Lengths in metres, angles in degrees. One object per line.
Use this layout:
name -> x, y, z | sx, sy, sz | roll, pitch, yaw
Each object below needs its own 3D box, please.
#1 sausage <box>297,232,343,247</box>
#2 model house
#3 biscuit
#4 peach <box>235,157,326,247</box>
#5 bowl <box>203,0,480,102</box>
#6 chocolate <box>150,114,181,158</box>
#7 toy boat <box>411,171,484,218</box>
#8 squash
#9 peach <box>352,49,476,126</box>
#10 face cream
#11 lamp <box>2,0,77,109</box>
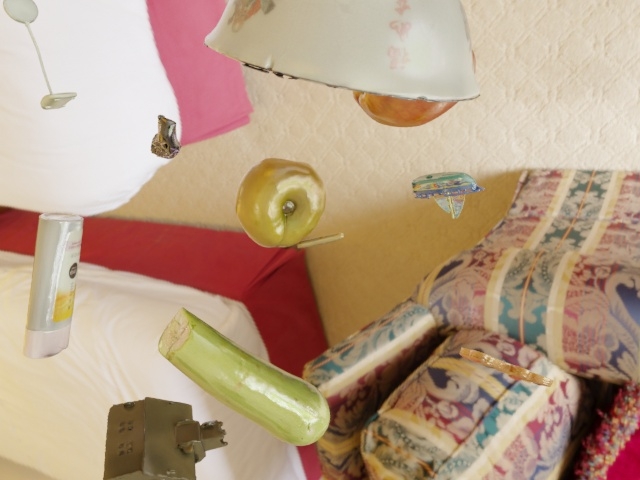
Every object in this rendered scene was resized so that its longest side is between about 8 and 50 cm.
sausage -> 0.000, 0.000, 1.660 | 0.132, 0.024, 0.024 | -11, 118, 8
model house -> -0.324, 0.473, 1.320 | 0.243, 0.211, 0.204 | -13, 126, -6
biscuit -> 0.508, 0.351, 1.620 | 0.250, 0.036, 0.165 | 20, 174, 0
peach -> -0.105, -0.098, 1.585 | 0.153, 0.251, 0.251 | -130, 26, -55
bowl -> 0.042, -0.285, 0.708 | 0.345, 0.345, 0.157 | 21, 116, 20
chocolate -> -0.306, -0.196, 1.172 | 0.072, 0.070, 0.147 | 54, 172, -5
toy boat -> 0.302, -0.103, 1.384 | 0.175, 0.091, 0.110 | -1, 110, 42
squash -> -0.090, 0.179, 0.751 | 0.250, 0.083, 0.083 | 36, 137, -17
peach -> 0.210, -0.376, 1.359 | 0.281, 0.281, 0.238 | -57, 41, 44
face cream -> -0.507, 0.084, 1.133 | 0.073, 0.107, 0.269 | 13, 99, 9
lamp -> -0.427, -0.294, 0.906 | 0.056, 0.050, 0.198 | -26, 85, 46
